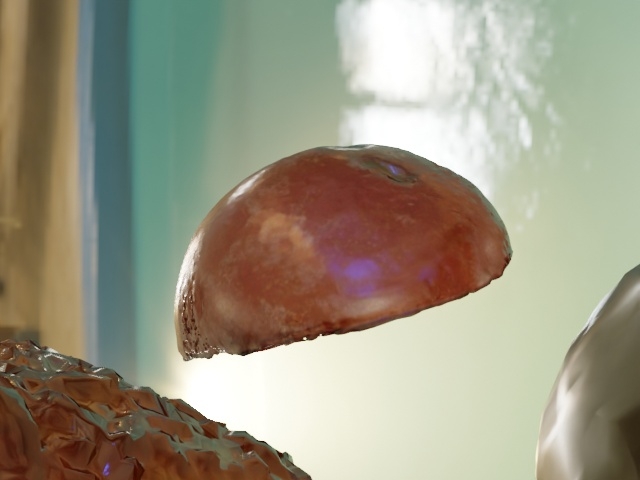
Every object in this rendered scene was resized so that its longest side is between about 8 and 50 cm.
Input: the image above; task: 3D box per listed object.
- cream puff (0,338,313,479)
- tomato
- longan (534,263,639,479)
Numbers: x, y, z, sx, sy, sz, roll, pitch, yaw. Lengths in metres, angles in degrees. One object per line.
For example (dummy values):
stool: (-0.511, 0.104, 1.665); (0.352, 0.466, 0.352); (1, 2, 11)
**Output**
cream puff: (-0.121, 0.154, 0.499); (0.350, 0.350, 0.228); (120, 150, -47)
tomato: (0.000, 0.000, 0.884); (0.189, 0.173, 0.099); (-14, 93, 53)
longan: (0.349, 0.196, 1.006); (0.404, 0.436, 0.404); (-33, 27, 19)
